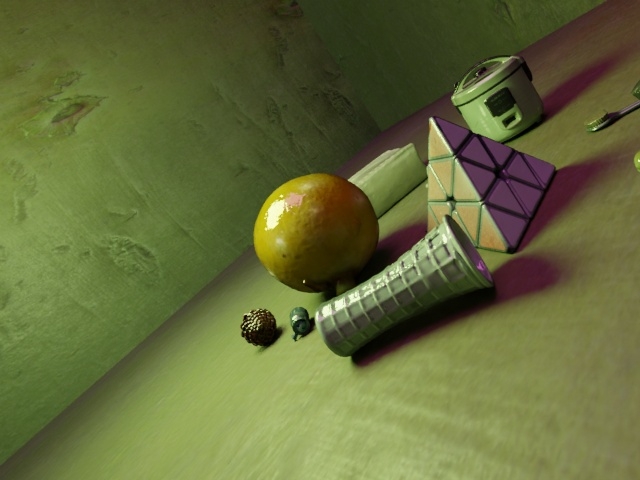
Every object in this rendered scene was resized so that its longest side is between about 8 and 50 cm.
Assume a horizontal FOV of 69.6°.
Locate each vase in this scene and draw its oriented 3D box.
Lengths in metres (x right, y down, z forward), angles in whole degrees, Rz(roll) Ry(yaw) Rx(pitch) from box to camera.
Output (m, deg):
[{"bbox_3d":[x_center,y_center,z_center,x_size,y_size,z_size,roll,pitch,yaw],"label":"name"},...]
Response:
[{"bbox_3d":[0.133,0.091,0.813,0.298,0.143,0.143,-34,12,21],"label":"vase"}]

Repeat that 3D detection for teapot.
[{"bbox_3d":[-0.057,0.200,1.124,0.063,0.049,0.083,-36,12,4],"label":"teapot"}]

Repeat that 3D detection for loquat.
[{"bbox_3d":[0.000,0.000,1.176,0.328,0.328,0.360,-34,56,9],"label":"loquat"}]

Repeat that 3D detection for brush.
[{"bbox_3d":[0.705,-0.313,0.988,0.266,0.027,0.062,-29,15,30],"label":"brush"}]

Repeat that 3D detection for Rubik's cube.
[{"bbox_3d":[0.327,-0.098,0.955,0.228,0.233,0.228,15,-88,-60],"label":"Rubik's cube"}]

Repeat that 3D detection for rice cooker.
[{"bbox_3d":[0.533,-0.427,1.392,0.226,0.244,0.226,-33,9,6],"label":"rice cooker"}]

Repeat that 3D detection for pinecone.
[{"bbox_3d":[-0.156,0.228,1.218,0.102,0.102,0.109,-33,-15,16],"label":"pinecone"}]

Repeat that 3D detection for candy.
[{"bbox_3d":[0.202,-0.190,1.654,0.358,0.145,0.208,-40,14,-12],"label":"candy"}]

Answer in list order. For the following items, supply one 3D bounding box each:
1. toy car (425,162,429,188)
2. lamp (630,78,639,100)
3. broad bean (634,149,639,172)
[{"bbox_3d":[0.354,-0.190,1.298,0.112,0.112,0.139,-39,12,-14],"label":"toy car"},{"bbox_3d":[0.733,-0.351,0.883,0.250,0.101,0.101,-36,9,45],"label":"lamp"},{"bbox_3d":[0.542,-0.130,0.721,0.083,0.045,0.063,-12,28,46],"label":"broad bean"}]
